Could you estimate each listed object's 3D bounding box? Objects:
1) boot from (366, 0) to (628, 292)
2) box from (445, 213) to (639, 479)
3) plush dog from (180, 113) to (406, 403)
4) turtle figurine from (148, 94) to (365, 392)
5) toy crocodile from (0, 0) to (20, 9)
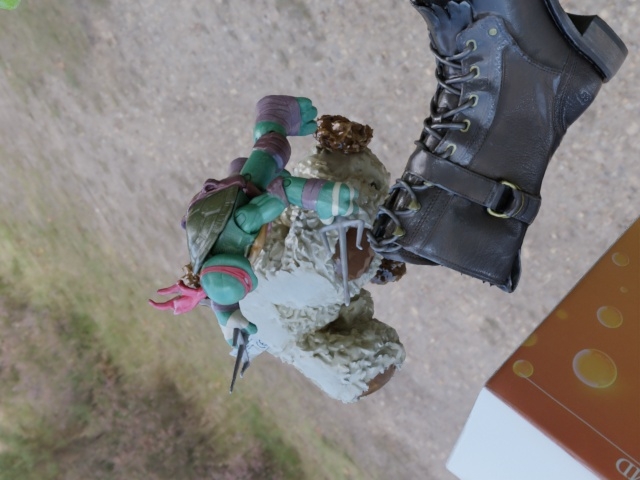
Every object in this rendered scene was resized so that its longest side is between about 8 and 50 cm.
[{"bbox_3d":[0.097,-0.089,0.643,0.263,0.229,0.091,26,-174,-27],"label":"boot"},{"bbox_3d":[0.306,0.117,0.747,0.215,0.345,0.168,38,151,22],"label":"box"},{"bbox_3d":[0.000,0.000,0.887,0.211,0.225,0.262,14,140,26],"label":"plush dog"},{"bbox_3d":[-0.050,-0.009,0.694,0.118,0.234,0.175,33,127,-25],"label":"turtle figurine"},{"bbox_3d":[-0.168,-0.172,0.410,0.105,0.115,0.340,29,-169,2],"label":"toy crocodile"}]
